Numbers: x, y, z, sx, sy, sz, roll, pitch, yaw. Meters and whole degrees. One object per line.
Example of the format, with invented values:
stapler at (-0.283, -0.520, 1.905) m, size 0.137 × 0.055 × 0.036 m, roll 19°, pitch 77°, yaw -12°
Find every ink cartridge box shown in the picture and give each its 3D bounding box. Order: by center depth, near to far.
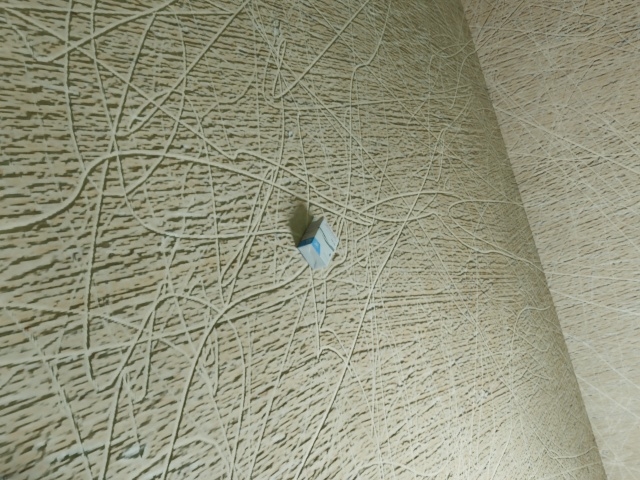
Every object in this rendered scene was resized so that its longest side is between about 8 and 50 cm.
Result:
ink cartridge box at (0.000, 0.000, 0.957) m, size 0.048 × 0.028 × 0.083 m, roll 56°, pitch 35°, yaw -24°
